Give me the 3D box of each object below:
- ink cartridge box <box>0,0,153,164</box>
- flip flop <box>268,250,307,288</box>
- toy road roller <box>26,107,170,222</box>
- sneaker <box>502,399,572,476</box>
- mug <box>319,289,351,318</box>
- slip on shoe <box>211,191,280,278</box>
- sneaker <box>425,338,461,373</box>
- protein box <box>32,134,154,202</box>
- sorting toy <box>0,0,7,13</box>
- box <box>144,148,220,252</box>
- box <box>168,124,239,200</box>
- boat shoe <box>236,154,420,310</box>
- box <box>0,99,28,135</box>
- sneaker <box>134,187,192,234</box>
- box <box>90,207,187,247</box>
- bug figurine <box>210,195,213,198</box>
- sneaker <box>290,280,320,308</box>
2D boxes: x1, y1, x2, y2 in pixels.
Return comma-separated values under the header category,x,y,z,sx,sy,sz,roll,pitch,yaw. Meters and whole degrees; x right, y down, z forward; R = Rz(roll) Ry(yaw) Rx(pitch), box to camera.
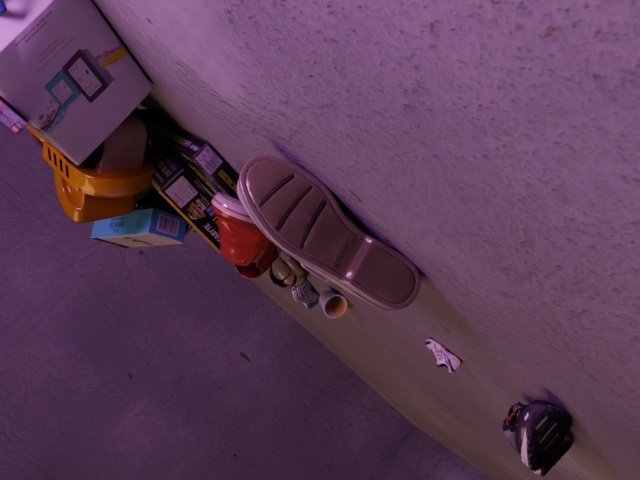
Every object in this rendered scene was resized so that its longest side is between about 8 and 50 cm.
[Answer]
category,x,y,z,sx,sy,sz,roll,pitch,yaw
ink cartridge box,-0.451,-0.299,1.150,0.198,0.197,0.270,36,168,25
flip flop,-0.089,0.079,1.795,0.112,0.080,0.277,41,170,-1
toy road roller,-0.474,-0.186,1.438,0.203,0.240,0.330,-14,-138,-44
sneaker,0.342,0.312,1.162,0.108,0.100,0.271,41,172,30
mug,0.031,0.159,1.767,0.078,0.062,0.064,53,173,-27
slip on shoe,-0.148,-0.001,1.388,0.123,0.101,0.331,27,166,12
sneaker,0.229,0.222,1.359,0.083,0.037,0.032,36,171,31
protein box,-0.523,-0.188,1.663,0.201,0.136,0.200,49,179,14
sorting toy,-0.492,-0.468,0.916,0.196,0.047,0.347,0,122,60
box,-0.338,-0.144,1.626,0.322,0.079,0.257,45,177,39
box,-0.225,-0.141,1.445,0.184,0.045,0.190,27,163,49
boat shoe,0.000,0.000,1.021,0.302,0.113,0.103,41,165,-6
box,-0.502,-0.213,1.058,0.137,0.027,0.094,45,170,-25
sneaker,-0.426,-0.069,1.766,0.226,0.086,0.163,6,-141,-20
box,-0.426,-0.027,1.654,0.244,0.060,0.101,-3,163,42
bug figurine,-0.257,-0.050,1.885,0.216,0.072,0.279,43,170,-15
sneaker,-0.061,0.139,2.023,0.076,0.065,0.166,40,169,30
